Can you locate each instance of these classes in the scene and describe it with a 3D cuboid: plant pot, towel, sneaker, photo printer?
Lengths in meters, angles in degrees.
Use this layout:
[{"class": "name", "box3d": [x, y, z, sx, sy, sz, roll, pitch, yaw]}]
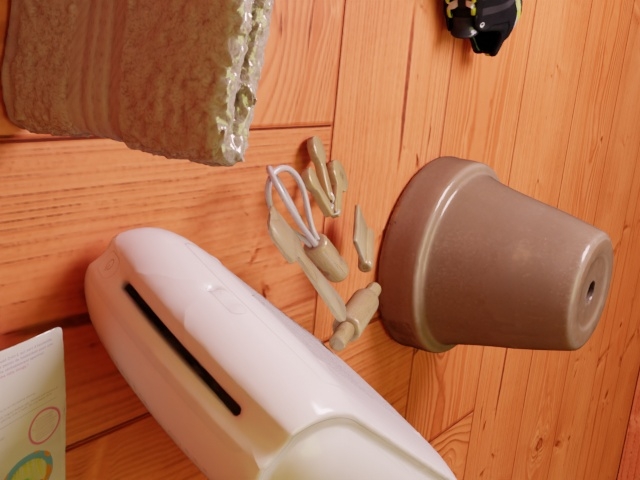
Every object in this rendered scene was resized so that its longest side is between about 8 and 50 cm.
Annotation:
[{"class": "plant pot", "box3d": [0.233, 0.039, 1.001, 0.263, 0.229, 0.263, -26, 123, -47]}, {"class": "towel", "box3d": [-0.100, -0.193, 0.467, 0.049, 0.187, 0.282, 0, 102, -59]}, {"class": "sneaker", "box3d": [0.185, -0.288, 0.931, 0.235, 0.084, 0.097, 26, 82, -56]}, {"class": "photo printer", "box3d": [-0.039, 0.122, 0.624, 0.107, 0.256, 0.307, -48, 143, -3]}]

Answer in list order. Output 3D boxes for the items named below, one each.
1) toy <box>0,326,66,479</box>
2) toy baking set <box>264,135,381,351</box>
[{"class": "toy", "box3d": [-0.240, 0.177, 0.528, 0.137, 0.056, 0.237, -28, 130, -52]}, {"class": "toy baking set", "box3d": [0.003, 0.006, 0.761, 0.196, 0.030, 0.256, 68, 21, -13]}]
